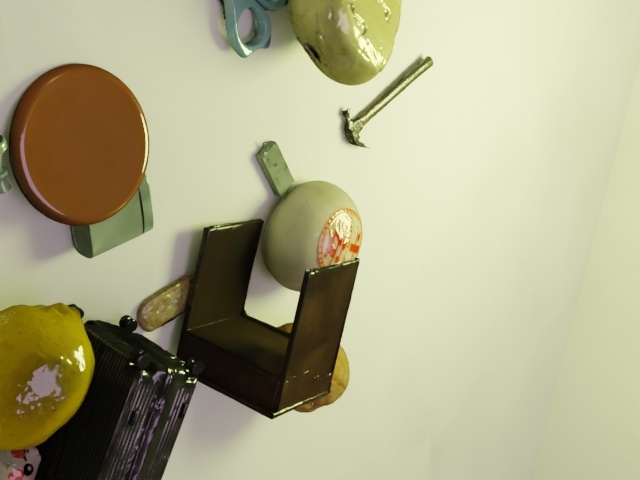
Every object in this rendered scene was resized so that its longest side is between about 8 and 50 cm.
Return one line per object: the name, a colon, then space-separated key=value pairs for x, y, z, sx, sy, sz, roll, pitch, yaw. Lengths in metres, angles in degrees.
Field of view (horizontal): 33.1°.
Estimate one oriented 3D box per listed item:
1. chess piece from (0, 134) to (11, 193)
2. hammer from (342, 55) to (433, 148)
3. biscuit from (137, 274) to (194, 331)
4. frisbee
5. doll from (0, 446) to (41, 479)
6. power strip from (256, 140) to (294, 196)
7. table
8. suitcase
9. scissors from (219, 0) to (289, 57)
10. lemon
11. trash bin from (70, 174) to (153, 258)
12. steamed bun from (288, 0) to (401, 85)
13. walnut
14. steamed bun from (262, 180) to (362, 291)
chess piece: x=-0.473 y=-0.106 z=1.572 sx=0.042 sy=0.042 sz=0.093 roll=-35 pitch=139 yaw=-38
hammer: x=0.148 y=-0.307 z=2.298 sx=0.297 sy=0.027 sz=0.125 roll=-46 pitch=139 yaw=-29
biscuit: x=-0.276 y=0.115 z=1.971 sx=0.147 sy=0.018 sz=0.071 roll=-32 pitch=131 yaw=-38
frisbee: x=-0.365 y=-0.146 z=1.659 sx=0.251 sy=0.021 sz=0.251 roll=-7 pitch=100 yaw=-45
doll: x=-0.522 y=0.350 z=1.695 sx=0.095 sy=0.149 sz=0.192 roll=-36 pitch=148 yaw=30
power strip: x=-0.088 y=-0.143 z=2.078 sx=0.051 sy=0.019 sz=0.136 roll=-50 pitch=142 yaw=-21
table: x=-0.102 y=0.135 z=1.996 sx=0.196 sy=0.250 sz=0.282 roll=-10 pitch=118 yaw=-56
suitcase: x=-0.360 y=0.306 z=1.782 sx=0.152 sy=0.229 sz=0.335 roll=17 pitch=96 yaw=-47
scissors: x=-0.166 y=-0.452 z=1.800 sx=0.360 sy=0.029 sz=0.191 roll=34 pitch=76 yaw=-53
lemon: x=-0.452 y=0.205 z=1.627 sx=0.260 sy=0.204 sz=0.204 roll=-53 pitch=143 yaw=-19
trash bin: x=-0.342 y=-0.047 z=1.759 sx=0.130 sy=0.059 sz=0.116 roll=-30 pitch=129 yaw=-40
steamed bun: x=0.032 y=-0.434 z=1.953 sx=0.232 sy=0.166 sz=0.273 roll=39 pitch=55 yaw=-49
walnut: x=-0.039 y=0.262 z=2.218 sx=0.225 sy=0.193 sz=0.193 roll=35 pitch=80 yaw=-55
steamed bun: x=0.000 y=0.000 z=2.164 sx=0.232 sy=0.145 sz=0.232 roll=-30 pitch=131 yaw=-41
